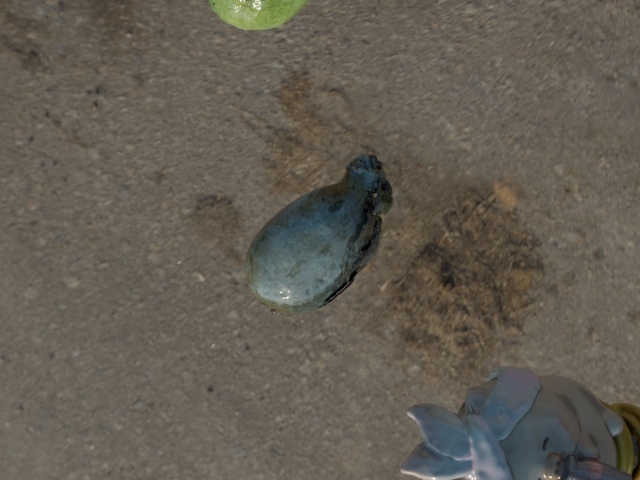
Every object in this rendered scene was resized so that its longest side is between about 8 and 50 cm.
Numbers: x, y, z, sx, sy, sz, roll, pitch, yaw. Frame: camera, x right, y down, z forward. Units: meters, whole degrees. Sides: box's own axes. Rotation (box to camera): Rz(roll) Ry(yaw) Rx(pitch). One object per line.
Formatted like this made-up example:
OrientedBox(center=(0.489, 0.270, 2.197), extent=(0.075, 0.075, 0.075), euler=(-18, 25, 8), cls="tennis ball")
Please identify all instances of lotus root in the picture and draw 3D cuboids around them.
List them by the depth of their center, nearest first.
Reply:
OrientedBox(center=(0.000, 0.002, 0.716), extent=(0.088, 0.088, 0.165), euler=(46, 113, 0), cls="lotus root")

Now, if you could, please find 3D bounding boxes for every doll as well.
OrientedBox(center=(0.098, 0.097, 0.386), extent=(0.127, 0.084, 0.073), euler=(7, 96, -28), cls="doll")

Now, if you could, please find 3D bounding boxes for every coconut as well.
OrientedBox(center=(-0.033, -0.176, 0.528), extent=(0.087, 0.096, 0.088), euler=(12, 139, 11), cls="coconut")
